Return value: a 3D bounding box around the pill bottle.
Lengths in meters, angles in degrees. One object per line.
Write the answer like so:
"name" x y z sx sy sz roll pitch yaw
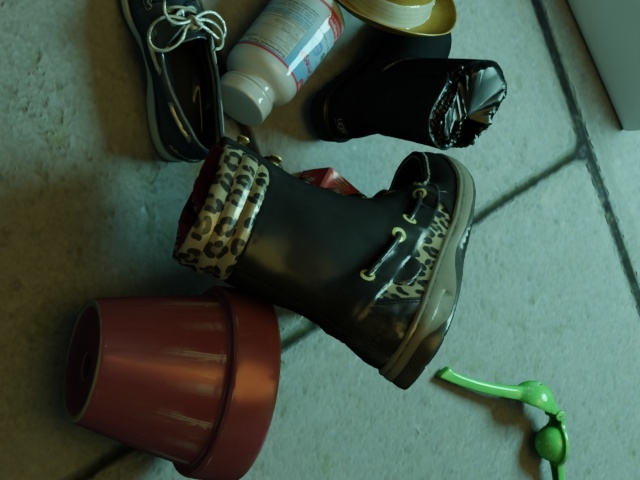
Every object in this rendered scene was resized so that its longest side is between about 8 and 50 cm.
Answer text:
"pill bottle" -0.048 -0.205 1.963 0.087 0.087 0.160 49 62 -26

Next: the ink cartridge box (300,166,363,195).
"ink cartridge box" 0.000 0.000 2.012 0.099 0.056 0.135 40 65 -29

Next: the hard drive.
"hard drive" 0.412 -0.294 2.249 0.040 0.210 0.319 -39 111 -33

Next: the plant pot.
"plant pot" -0.159 0.137 1.809 0.180 0.201 0.201 12 81 -22

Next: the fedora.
"fedora" 0.086 -0.310 2.017 0.194 0.194 0.079 -6 136 -38

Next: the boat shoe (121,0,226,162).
"boat shoe" -0.152 -0.209 1.886 0.095 0.079 0.255 -8 93 -39

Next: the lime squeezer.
"lime squeezer" 0.267 0.248 2.213 0.110 0.059 0.310 -48 117 -30

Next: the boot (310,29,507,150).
"boot" 0.133 -0.184 2.021 0.246 0.207 0.094 -42 124 -35

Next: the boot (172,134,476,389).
"boot" 0.008 -0.026 1.870 0.284 0.138 0.377 25 35 -9
